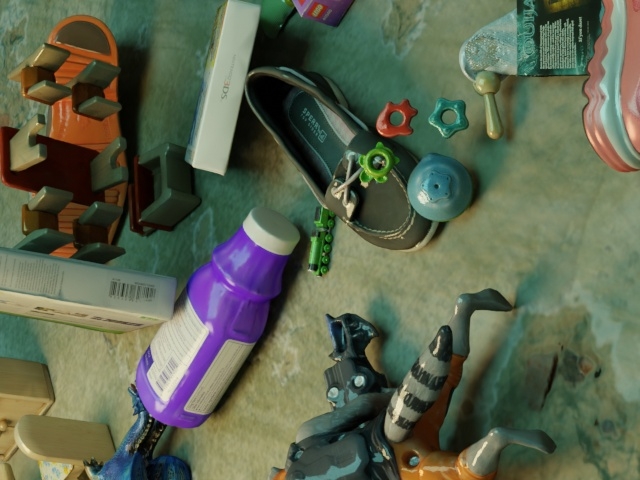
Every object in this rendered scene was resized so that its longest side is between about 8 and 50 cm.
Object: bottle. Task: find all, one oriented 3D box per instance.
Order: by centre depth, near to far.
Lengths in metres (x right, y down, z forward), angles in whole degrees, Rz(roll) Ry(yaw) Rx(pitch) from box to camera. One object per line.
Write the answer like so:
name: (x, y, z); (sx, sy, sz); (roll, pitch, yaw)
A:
bottle: (-0.120, 0.089, 1.901); (0.283, 0.092, 0.118); (-58, 35, 23)

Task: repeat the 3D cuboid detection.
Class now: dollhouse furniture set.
dollhouse furniture set: (-0.081, -0.331, 2.007); (0.076, 0.059, 0.151); (-50, 44, 32)
dollhouse furniture set: (-0.294, -0.081, 2.043); (0.135, 0.259, 0.262); (-28, 58, 42)
dollhouse furniture set: (-0.477, 0.347, 2.156); (0.362, 0.256, 0.394); (-50, 44, 32)

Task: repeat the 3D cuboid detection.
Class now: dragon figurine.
dragon figurine: (-0.217, 0.308, 1.968); (0.144, 0.085, 0.289); (-36, 51, 42)

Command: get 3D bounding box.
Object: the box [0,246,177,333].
box: (-0.326, 0.065, 1.989); (0.322, 0.232, 0.058); (159, 121, -70)

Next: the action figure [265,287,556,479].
action figure: (0.052, 0.173, 1.591); (0.330, 0.178, 0.341); (-41, 51, 26)

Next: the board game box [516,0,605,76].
board game box: (0.237, -0.251, 1.541); (0.126, 0.026, 0.186); (8, 101, 54)

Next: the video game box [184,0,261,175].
video game box: (-0.121, -0.186, 1.956); (0.187, 0.048, 0.205); (-154, 76, -79)

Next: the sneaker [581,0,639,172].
sneaker: (0.319, -0.219, 1.429); (0.136, 0.116, 0.313); (-3, 84, 42)

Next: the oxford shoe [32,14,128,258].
oxford shoe: (-0.329, -0.128, 2.253); (0.133, 0.130, 0.363); (-160, 75, -86)

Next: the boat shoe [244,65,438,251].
boat shoe: (0.013, -0.094, 1.780); (0.112, 0.096, 0.335); (-62, 39, 20)

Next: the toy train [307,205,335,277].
toy train: (0.000, 0.000, 1.829); (0.017, 0.024, 0.083); (-1, 79, 53)

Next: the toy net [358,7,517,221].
toy net: (0.139, -0.138, 1.640); (0.122, 0.045, 0.232); (31, 94, 11)

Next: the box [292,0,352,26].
box: (0.000, -0.424, 1.930); (0.201, 0.057, 0.293); (-55, 42, 28)
